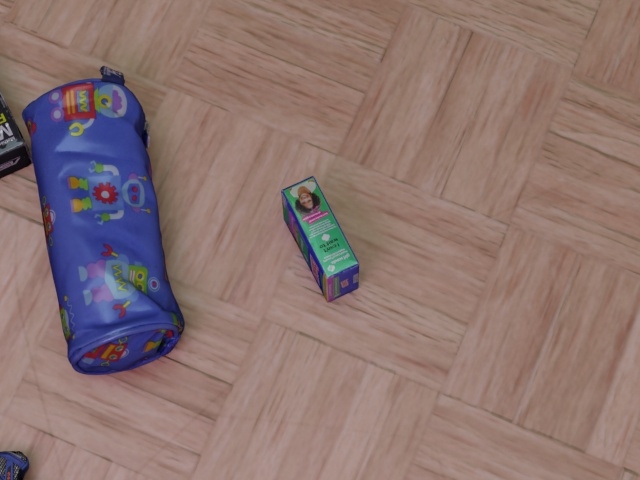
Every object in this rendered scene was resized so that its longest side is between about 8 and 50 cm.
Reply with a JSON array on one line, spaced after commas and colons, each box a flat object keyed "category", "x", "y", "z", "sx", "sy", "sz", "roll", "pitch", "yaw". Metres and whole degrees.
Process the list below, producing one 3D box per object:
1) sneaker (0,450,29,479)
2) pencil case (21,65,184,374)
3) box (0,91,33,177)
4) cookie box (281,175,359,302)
[{"category": "sneaker", "x": -0.283, "y": 0.297, "z": 1.605, "sx": 0.087, "sy": 0.083, "sz": 0.221, "roll": -24, "pitch": 77, "yaw": -18}, {"category": "pencil case", "x": -0.219, "y": -0.017, "z": 1.696, "sx": 0.133, "sy": 0.119, "sz": 0.306, "roll": -6, "pitch": 70, "yaw": -20}, {"category": "box", "x": -0.473, "y": -0.125, "z": 1.755, "sx": 0.270, "sy": 0.060, "sz": 0.216, "roll": -26, "pitch": 74, "yaw": -10}, {"category": "cookie box", "x": 0.000, "y": 0.000, "z": 1.712, "sx": 0.040, "sy": 0.092, "sz": 0.107, "roll": -26, "pitch": 73, "yaw": -8}]
